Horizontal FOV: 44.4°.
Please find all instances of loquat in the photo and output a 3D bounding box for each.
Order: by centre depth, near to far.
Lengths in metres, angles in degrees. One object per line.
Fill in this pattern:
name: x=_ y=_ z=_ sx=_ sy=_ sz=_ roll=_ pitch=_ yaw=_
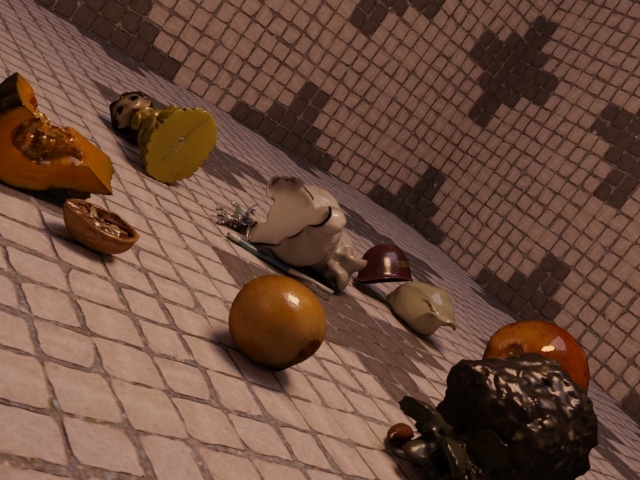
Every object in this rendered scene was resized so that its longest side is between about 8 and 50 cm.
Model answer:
loquat: x=-0.065 y=0.121 z=1.177 sx=0.163 sy=0.137 sz=0.163 roll=20 pitch=22 yaw=-9

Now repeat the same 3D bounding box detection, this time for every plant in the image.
plant: x=0.259 y=0.310 z=1.220 sx=0.312 sy=0.213 sz=0.215 roll=-16 pitch=39 yaw=-29

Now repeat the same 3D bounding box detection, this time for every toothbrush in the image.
toothbrush: x=-0.090 y=0.057 z=1.734 sx=0.275 sy=0.025 sz=0.019 roll=31 pitch=5 yaw=-14

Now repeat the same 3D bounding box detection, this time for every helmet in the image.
helmet: x=0.164 y=0.063 z=2.111 sx=0.175 sy=0.106 sz=0.155 roll=-1 pitch=-5 yaw=-43

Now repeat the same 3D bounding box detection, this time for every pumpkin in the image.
pumpkin: x=-0.439 y=-0.137 z=1.228 sx=0.248 sy=0.126 sz=0.131 roll=49 pitch=3 yaw=-45

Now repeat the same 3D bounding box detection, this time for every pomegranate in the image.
pomegranate: x=0.518 y=0.322 z=1.894 sx=0.264 sy=0.264 sz=0.264 roll=34 pitch=10 yaw=-7

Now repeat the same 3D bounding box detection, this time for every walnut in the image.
walnut: x=-0.332 y=-0.013 z=1.159 sx=0.121 sy=0.052 sz=0.091 roll=29 pitch=13 yaw=-23

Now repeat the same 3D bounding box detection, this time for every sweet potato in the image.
sweet potato: x=0.126 y=0.306 z=1.244 sx=0.034 sy=0.034 sz=0.095 roll=41 pitch=8 yaw=27

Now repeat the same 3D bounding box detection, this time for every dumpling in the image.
dumpling: x=0.276 y=0.180 z=2.059 sx=0.162 sy=0.132 sz=0.250 roll=20 pitch=0 yaw=-30

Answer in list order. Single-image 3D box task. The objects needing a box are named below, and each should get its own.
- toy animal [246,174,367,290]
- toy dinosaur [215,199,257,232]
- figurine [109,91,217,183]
toy animal: x=0.000 y=0.000 z=1.843 sx=0.257 sy=0.194 sz=0.357 roll=27 pitch=-7 yaw=38
toy dinosaur: x=-0.190 y=-0.055 z=1.843 sx=0.082 sy=0.039 sz=0.209 roll=40 pitch=21 yaw=5
figurine: x=-0.406 y=-0.274 z=1.857 sx=0.168 sy=0.187 sz=0.315 roll=18 pitch=11 yaw=-46
